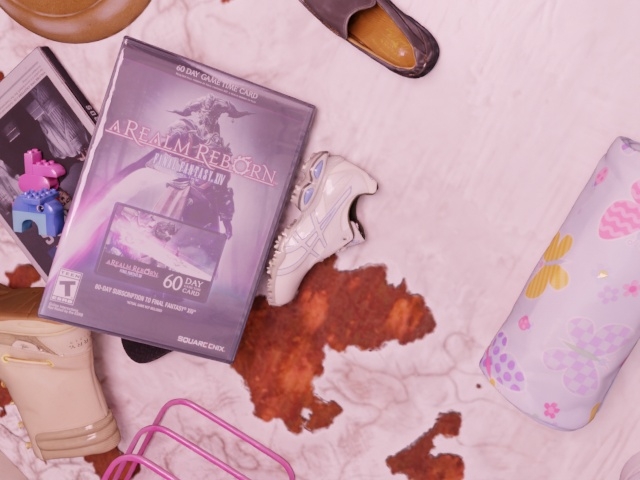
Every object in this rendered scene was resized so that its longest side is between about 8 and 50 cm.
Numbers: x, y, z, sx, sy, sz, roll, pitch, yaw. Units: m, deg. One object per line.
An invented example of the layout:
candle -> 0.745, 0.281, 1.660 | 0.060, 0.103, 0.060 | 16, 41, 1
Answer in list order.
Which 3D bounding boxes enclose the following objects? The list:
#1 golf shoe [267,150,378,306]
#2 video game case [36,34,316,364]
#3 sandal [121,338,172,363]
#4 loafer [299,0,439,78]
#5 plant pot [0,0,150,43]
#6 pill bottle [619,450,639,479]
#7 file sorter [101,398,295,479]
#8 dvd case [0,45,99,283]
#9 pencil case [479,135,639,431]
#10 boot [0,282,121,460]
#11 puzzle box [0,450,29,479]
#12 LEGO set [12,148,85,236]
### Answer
golf shoe -> 0.000, 0.000, 0.775 | 0.085, 0.069, 0.176 | 22, 112, 1
video game case -> -0.136, -0.032, 0.737 | 0.196, 0.026, 0.274 | 17, 94, -18
sandal -> -0.156, 0.095, 0.861 | 0.179, 0.040, 0.067 | -20, 95, 34
loafer -> 0.035, -0.211, 0.702 | 0.170, 0.061, 0.062 | 33, 112, 4
plant pot -> -0.266, -0.320, 0.766 | 0.236, 0.032, 0.237 | 4, 108, 13
pill bottle -> 0.331, 0.282, 0.685 | 0.124, 0.221, 0.124 | 4, 108, 14
file sorter -> -0.171, 0.328, 0.798 | 0.202, 0.291, 0.182 | 29, 108, 5
dvd case -> -0.295, -0.066, 0.850 | 0.179, 0.029, 0.239 | -34, 95, 21
pencil case -> 0.259, 0.042, 0.693 | 0.124, 0.113, 0.273 | 22, 111, -14
boot -> -0.364, 0.155, 0.902 | 0.261, 0.095, 0.204 | 0, 114, 23
puzzle box -> -0.447, 0.391, 0.824 | 0.052, 0.409, 0.272 | -42, 92, 22
LEGO set -> -0.230, -0.054, 0.774 | 0.227, 0.087, 0.093 | 7, 109, 11
